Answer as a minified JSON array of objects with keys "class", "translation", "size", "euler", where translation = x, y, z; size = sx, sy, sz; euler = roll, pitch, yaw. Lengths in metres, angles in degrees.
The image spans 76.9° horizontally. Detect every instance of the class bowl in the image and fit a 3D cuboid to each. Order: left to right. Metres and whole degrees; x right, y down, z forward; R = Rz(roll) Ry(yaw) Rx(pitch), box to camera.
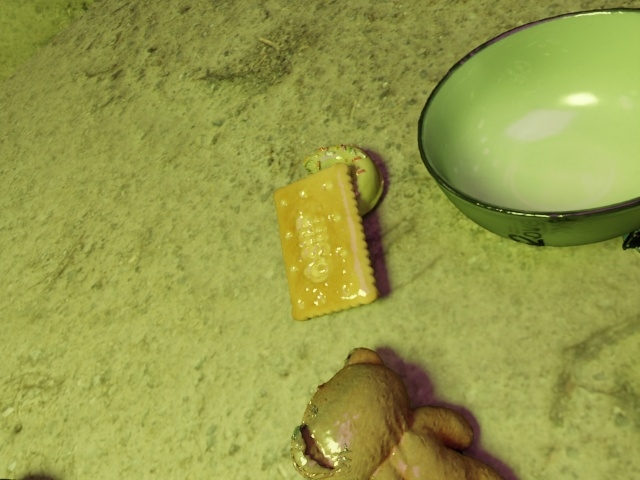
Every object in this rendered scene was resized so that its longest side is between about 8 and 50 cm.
[{"class":"bowl","translation":[0.333,-0.130,0.569],"size":[0.355,0.185,0.353],"euler":[-14,54,20]}]

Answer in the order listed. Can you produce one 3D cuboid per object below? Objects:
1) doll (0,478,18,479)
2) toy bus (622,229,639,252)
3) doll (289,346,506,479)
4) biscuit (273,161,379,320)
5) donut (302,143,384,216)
[{"class":"doll","translation":[-0.510,0.488,0.583],"size":[0.228,0.154,0.258],"euler":[17,64,28]},{"class":"toy bus","translation":[0.492,-0.026,0.556],"size":[0.123,0.060,0.074],"euler":[-1,61,20]},{"class":"doll","translation":[0.104,0.292,0.498],"size":[0.303,0.156,0.201],"euler":[41,40,12]},{"class":"biscuit","translation":[0.000,0.000,0.678],"size":[0.160,0.030,0.249],"euler":[-19,70,25]},{"class":"donut","translation":[0.053,-0.125,0.742],"size":[0.108,0.065,0.166],"euler":[-39,60,-4]}]
